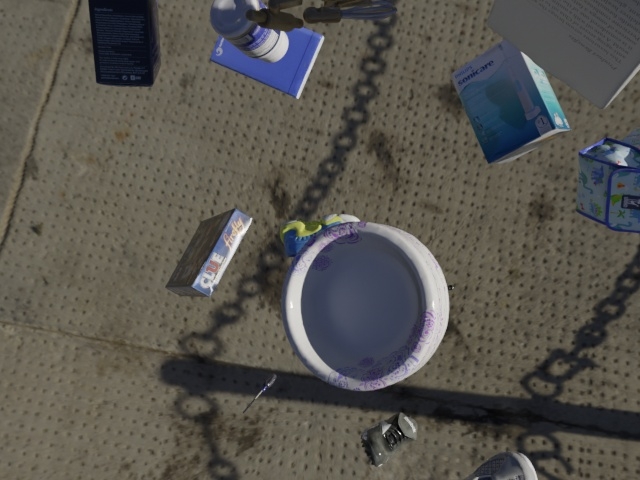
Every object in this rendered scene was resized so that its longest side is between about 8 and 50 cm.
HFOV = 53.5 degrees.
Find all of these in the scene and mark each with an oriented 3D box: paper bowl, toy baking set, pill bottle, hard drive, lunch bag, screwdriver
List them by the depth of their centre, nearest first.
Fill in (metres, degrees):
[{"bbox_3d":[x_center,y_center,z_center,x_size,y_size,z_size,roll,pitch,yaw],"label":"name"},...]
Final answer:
[{"bbox_3d":[0.010,-0.350,0.985,0.196,0.256,0.030,1,102,22],"label":"toy baking set"},{"bbox_3d":[0.526,-0.089,1.103,0.096,0.129,0.151,-27,37,-21],"label":"lunch bag"},{"bbox_3d":[0.084,0.111,1.116,0.284,0.148,0.285,-1,88,26],"label":"paper bowl"},{"bbox_3d":[-0.148,-0.463,1.390,0.111,0.186,0.112,-3,82,23],"label":"pill bottle"},{"bbox_3d":[-0.167,0.419,1.725,0.024,0.025,0.170,26,38,14],"label":"screwdriver"},{"bbox_3d":[-0.174,-0.615,2.037,0.318,0.040,0.210,25,97,10],"label":"hard drive"}]

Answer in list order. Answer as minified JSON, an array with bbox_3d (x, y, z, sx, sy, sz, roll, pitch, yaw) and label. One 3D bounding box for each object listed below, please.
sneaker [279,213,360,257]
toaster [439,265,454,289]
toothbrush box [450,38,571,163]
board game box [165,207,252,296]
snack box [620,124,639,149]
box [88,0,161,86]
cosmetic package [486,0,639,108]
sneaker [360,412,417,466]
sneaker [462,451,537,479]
[{"bbox_3d":[0.000,0.000,1.767,0.240,0.091,0.126,-7,77,26],"label":"sneaker"},{"bbox_3d":[0.258,0.125,1.857,0.226,0.146,0.129,2,82,-9],"label":"toaster"},{"bbox_3d":[0.533,-0.394,1.799,0.216,0.126,0.296,-30,77,37],"label":"toothbrush box"},{"bbox_3d":[-0.224,0.029,1.242,0.042,0.243,0.165,32,73,-19],"label":"board game box"},{"bbox_3d":[0.825,-0.259,1.592,0.141,0.100,0.037,-35,107,-20],"label":"snack box"},{"bbox_3d":[-0.367,-0.415,1.202,0.108,0.207,0.153,1,31,-8],"label":"box"},{"bbox_3d":[0.377,-0.372,0.772,0.230,0.453,0.161,42,83,11],"label":"cosmetic package"},{"bbox_3d":[0.157,0.420,1.377,0.106,0.234,0.078,-32,77,12],"label":"sneaker"},{"bbox_3d":[0.183,0.391,0.859,0.281,0.115,0.105,-42,38,-9],"label":"sneaker"}]
